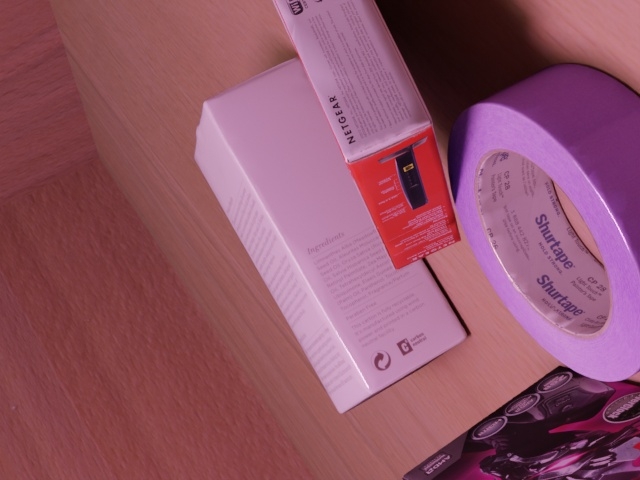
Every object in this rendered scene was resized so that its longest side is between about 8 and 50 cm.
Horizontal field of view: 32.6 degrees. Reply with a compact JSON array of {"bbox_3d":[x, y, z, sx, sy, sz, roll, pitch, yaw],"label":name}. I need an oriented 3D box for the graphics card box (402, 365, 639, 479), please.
[{"bbox_3d":[0.258,0.238,1.039,0.094,0.233,0.371,61,165,-11],"label":"graphics card box"}]

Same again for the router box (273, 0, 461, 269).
[{"bbox_3d":[0.028,-0.171,1.101,0.301,0.082,0.335,59,-173,-67],"label":"router box"}]

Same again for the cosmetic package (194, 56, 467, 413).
[{"bbox_3d":[0.000,0.000,1.551,0.453,0.161,0.230,60,164,8],"label":"cosmetic package"}]

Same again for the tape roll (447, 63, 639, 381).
[{"bbox_3d":[0.228,-0.014,0.979,0.275,0.090,0.275,53,160,28],"label":"tape roll"}]
